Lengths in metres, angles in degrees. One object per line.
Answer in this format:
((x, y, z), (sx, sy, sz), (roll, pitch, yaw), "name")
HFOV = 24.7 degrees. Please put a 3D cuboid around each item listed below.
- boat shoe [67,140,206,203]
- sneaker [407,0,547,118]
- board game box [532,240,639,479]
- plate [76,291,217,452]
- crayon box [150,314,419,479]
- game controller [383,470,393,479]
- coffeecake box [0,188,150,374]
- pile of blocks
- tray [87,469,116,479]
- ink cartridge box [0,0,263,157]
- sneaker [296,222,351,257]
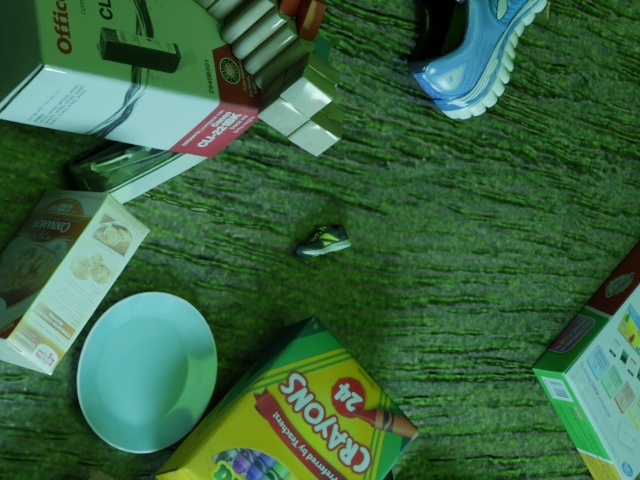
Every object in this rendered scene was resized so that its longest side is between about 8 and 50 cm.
((-0.183, -0.110, 1.644), (0.219, 0.078, 0.070), (-34, 115, -29), "boat shoe")
((0.211, -0.330, 1.901), (0.147, 0.130, 0.330), (33, 74, -38), "sneaker")
((0.477, 0.176, 2.194), (0.316, 0.064, 0.242), (-45, 119, -26), "board game box")
((-0.202, 0.151, 1.688), (0.188, 0.024, 0.188), (-3, 96, -37), "plate")
((-0.049, 0.269, 1.727), (0.202, 0.081, 0.318), (48, 58, -10), "crayon box")
((-0.032, 0.340, 1.826), (0.319, 0.067, 0.166), (-27, 124, -33), "game controller")
((-0.286, 0.039, 1.536), (0.068, 0.142, 0.185), (44, 68, -31), "coffeecake box")
((-0.049, -0.275, 1.560), (0.149, 0.113, 0.362), (-27, 85, -47), "pile of blocks")
((-0.327, 0.460, 1.556), (0.411, 0.076, 0.203), (-43, 134, -28), "tray")
((-0.211, -0.215, 1.545), (0.273, 0.114, 0.197), (8, 61, -38), "ink cartridge box")
((0.000, 0.000, 1.832), (0.083, 0.031, 0.035), (-14, 89, -41), "sneaker")
